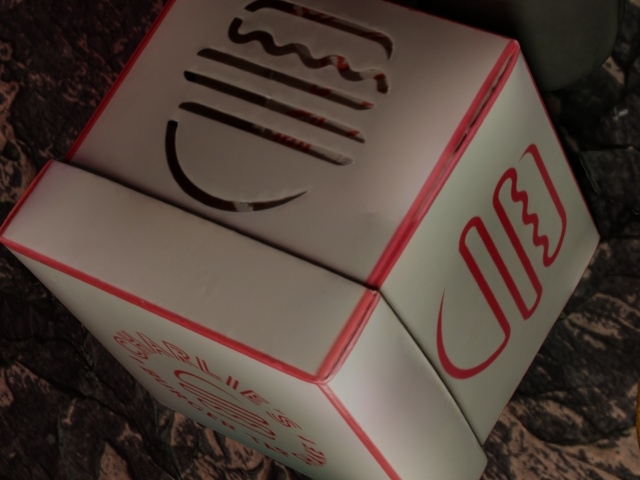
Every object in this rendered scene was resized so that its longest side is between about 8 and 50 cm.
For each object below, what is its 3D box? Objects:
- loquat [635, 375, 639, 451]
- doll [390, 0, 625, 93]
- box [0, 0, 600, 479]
[{"bbox_3d":[0.357,0.127,1.348,0.263,0.263,0.263,18,122,32],"label":"loquat"},{"bbox_3d":[0.026,-0.274,1.440,0.382,0.252,0.379,6,114,45],"label":"doll"},{"bbox_3d":[0.000,0.000,1.480,0.314,0.300,0.312,22,161,30],"label":"box"}]
